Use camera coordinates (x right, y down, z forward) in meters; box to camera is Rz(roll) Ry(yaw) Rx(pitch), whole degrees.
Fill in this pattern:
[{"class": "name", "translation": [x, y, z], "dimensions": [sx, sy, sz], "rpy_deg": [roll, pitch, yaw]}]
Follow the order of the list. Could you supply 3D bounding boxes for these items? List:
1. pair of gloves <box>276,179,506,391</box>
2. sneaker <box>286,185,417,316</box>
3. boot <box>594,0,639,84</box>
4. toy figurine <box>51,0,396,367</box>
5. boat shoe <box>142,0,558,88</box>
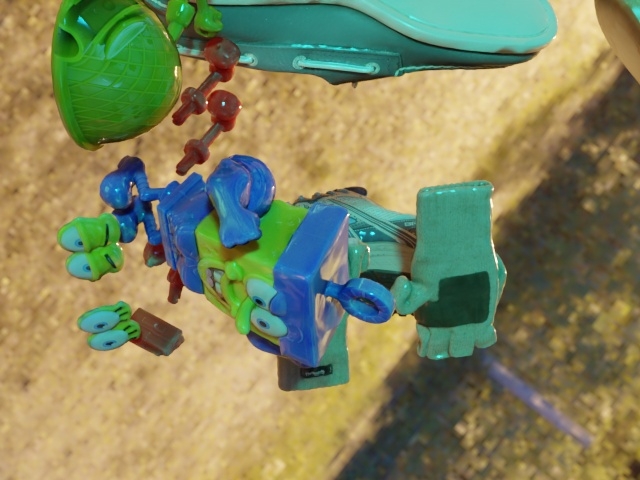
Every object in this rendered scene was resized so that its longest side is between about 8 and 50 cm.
[{"class": "pair of gloves", "translation": [0.059, 0.041, 1.406], "dimensions": [0.240, 0.042, 0.204], "rpy_deg": [-13, 125, -1]}, {"class": "sneaker", "translation": [0.000, 0.000, 1.572], "dimensions": [0.110, 0.283, 0.122], "rpy_deg": [101, 1, -54]}, {"class": "boot", "translation": [0.331, -0.160, 1.073], "dimensions": [0.211, 0.104, 0.295], "rpy_deg": [-36, 145, 9]}, {"class": "toy figurine", "translation": [-0.035, -0.027, 0.983], "dimensions": [0.191, 0.217, 0.362], "rpy_deg": [-51, 157, -32]}, {"class": "boat shoe", "translation": [0.018, -0.172, 1.116], "dimensions": [0.099, 0.320, 0.116], "rpy_deg": [110, -18, -50]}]
